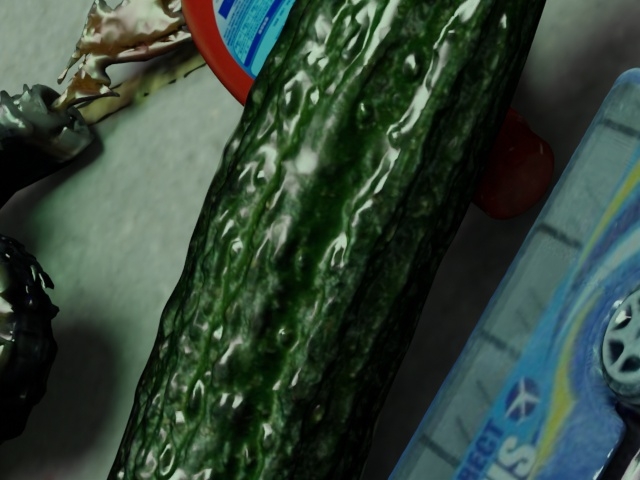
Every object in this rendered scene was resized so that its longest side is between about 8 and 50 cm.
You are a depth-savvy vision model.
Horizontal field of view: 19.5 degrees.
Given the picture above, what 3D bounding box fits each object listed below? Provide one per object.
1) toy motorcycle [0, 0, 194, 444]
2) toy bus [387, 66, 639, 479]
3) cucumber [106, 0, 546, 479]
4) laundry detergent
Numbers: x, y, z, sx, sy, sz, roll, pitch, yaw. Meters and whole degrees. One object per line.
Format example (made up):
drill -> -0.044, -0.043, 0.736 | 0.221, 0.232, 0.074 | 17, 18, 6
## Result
toy motorcycle -> -0.183, 0.028, 0.701 | 0.401, 0.134, 0.207 | -49, 53, 16
toy bus -> 0.069, 0.073, 0.500 | 0.236, 0.079, 0.094 | -60, 29, 3
cucumber -> -0.001, 0.000, 0.552 | 0.077, 0.077, 0.265 | 35, 111, 44
laundry detergent -> 0.023, -0.066, 0.618 | 0.097, 0.049, 0.165 | -54, 50, 10
